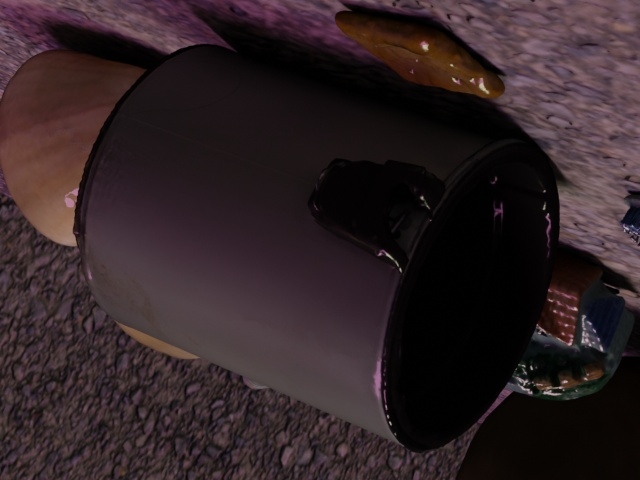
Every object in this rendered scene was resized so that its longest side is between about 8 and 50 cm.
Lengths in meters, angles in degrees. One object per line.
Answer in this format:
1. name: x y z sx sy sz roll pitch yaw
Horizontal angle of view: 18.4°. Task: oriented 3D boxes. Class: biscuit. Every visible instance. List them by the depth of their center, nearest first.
1. biscuit: 0.058 -0.110 1.172 0.083 0.018 0.081 18 171 44

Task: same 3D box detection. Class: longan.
1. longan: 0.316 0.279 1.849 0.404 0.336 0.404 29 -173 -4

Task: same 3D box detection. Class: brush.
1. brush: 0.243 -0.011 1.247 0.033 0.030 0.178 38 169 -20

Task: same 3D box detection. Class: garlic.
1. garlic: -0.130 -0.042 1.677 0.249 0.286 0.313 -19 -172 -11

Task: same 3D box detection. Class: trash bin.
1. trash bin: 0.000 0.000 1.366 0.262 0.217 0.277 21 162 30

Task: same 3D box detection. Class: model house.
1. model house: 0.169 0.050 1.633 0.148 0.119 0.149 20 164 29

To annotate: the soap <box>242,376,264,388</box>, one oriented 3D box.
1. soap: 0.024 0.078 1.957 0.208 0.115 0.347 -7 174 -5
